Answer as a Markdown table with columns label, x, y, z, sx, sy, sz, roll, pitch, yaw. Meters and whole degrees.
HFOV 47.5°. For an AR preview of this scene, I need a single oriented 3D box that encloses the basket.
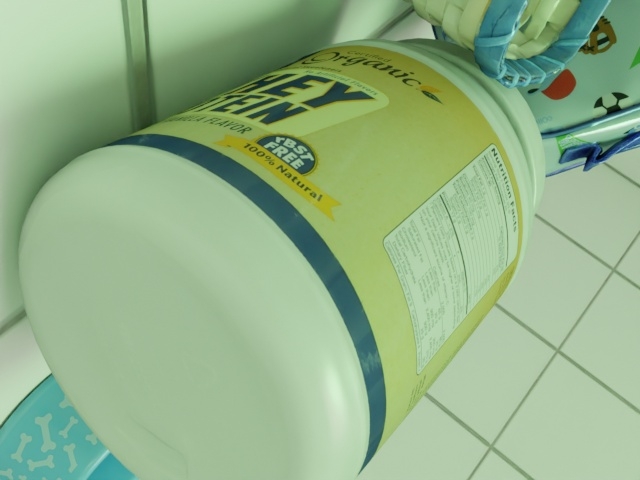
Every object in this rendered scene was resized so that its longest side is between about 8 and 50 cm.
| label | x | y | z | sx | sy | sz | roll | pitch | yaw |
| --- | --- | --- | --- | --- | --- | --- | --- | --- | --- |
| basket | 0.180 | -0.186 | 0.459 | 0.255 | 0.289 | 0.201 | -29 | 153 | -59 |

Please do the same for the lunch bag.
| label | x | y | z | sx | sy | sz | roll | pitch | yaw |
| --- | --- | --- | --- | --- | --- | --- | --- | --- | --- |
| lunch bag | 0.251 | -0.186 | 0.648 | 0.304 | 0.243 | 0.115 | -19 | 163 | 0 |

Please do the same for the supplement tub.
| label | x | y | z | sx | sy | sz | roll | pitch | yaw |
| --- | --- | --- | --- | --- | --- | --- | --- | --- | --- |
| supplement tub | 0.000 | 0.000 | 0.479 | 0.316 | 0.228 | 0.228 | -38 | 160 | -45 |

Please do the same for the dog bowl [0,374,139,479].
| label | x | y | z | sx | sy | sz | roll | pitch | yaw |
| --- | --- | --- | --- | --- | --- | --- | --- | --- | --- |
| dog bowl | -0.155 | 0.141 | 0.658 | 0.297 | 0.074 | 0.166 | -36 | 159 | -46 |
